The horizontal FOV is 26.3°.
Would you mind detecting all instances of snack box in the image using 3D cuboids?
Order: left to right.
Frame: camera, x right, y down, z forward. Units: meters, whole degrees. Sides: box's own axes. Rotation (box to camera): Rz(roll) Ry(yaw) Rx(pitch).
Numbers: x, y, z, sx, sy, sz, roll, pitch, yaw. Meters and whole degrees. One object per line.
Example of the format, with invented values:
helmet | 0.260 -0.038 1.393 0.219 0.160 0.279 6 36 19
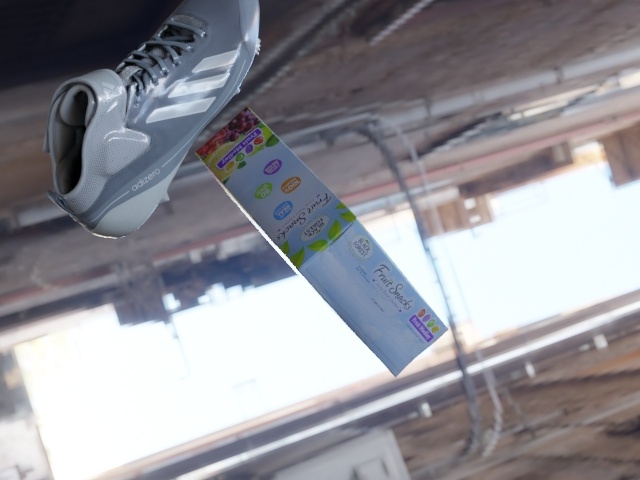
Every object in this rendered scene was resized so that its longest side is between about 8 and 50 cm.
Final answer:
snack box | 0.000 0.000 1.187 0.174 0.070 0.207 49 0 -43

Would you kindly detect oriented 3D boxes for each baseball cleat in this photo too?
baseball cleat | -0.108 -0.102 0.894 0.072 0.206 0.109 15 -16 31
